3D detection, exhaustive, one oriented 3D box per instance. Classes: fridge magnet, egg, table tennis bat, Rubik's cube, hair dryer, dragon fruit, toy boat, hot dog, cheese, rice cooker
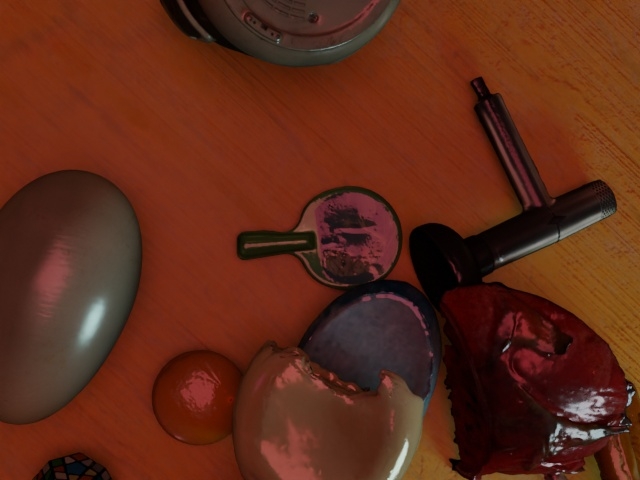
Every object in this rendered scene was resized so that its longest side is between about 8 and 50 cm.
[{"bbox_3d":[-0.179,0.233,1.733,0.143,0.063,0.143,0,90,-5],"label":"fridge magnet"},{"bbox_3d":[-0.382,0.079,1.634,0.230,0.230,0.371,21,91,-5],"label":"egg"},{"bbox_3d":[0.000,0.000,1.772,0.257,0.039,0.160,-4,87,-8],"label":"table tennis bat"},{"bbox_3d":[-0.359,0.375,1.686,0.133,0.133,0.112,9,112,-5],"label":"Rubik's cube"},{"bbox_3d":[0.251,-0.071,1.788,0.320,0.155,0.284,-33,72,-18],"label":"hair dryer"},{"bbox_3d":[0.306,0.222,1.664,0.282,0.100,0.343,-5,116,12],"label":"dragon fruit"},{"bbox_3d":[0.060,0.209,1.749,0.215,0.123,0.330,22,98,3],"label":"toy boat"},{"bbox_3d":[0.455,0.325,1.760,0.109,0.072,0.269,4,72,-45],"label":"hot dog"},{"bbox_3d":[0.006,0.258,1.636,0.266,0.127,0.233,21,100,1],"label":"cheese"},{"bbox_3d":[-0.061,-0.403,1.634,0.335,0.325,0.335,-5,105,-18],"label":"rice cooker"}]
